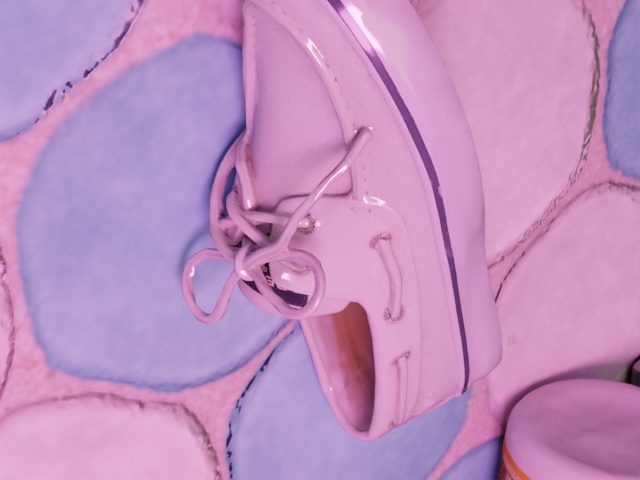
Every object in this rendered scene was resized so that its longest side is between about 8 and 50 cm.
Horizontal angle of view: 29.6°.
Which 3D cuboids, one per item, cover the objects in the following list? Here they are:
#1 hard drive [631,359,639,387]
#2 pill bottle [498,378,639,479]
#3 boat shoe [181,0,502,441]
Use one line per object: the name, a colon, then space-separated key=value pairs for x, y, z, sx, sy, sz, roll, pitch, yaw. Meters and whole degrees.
hard drive: x=0.385 y=0.138 z=1.121 sx=0.255 sy=0.054 sz=0.172 roll=-22 pitch=124 yaw=-30
pill bottle: x=0.214 y=0.265 z=0.971 sx=0.162 sy=0.162 sz=0.278 roll=-14 pitch=120 yaw=-34
boat shoe: x=-0.005 y=-0.003 z=0.686 sx=0.156 sy=0.136 sz=0.367 roll=-36 pitch=140 yaw=-16
